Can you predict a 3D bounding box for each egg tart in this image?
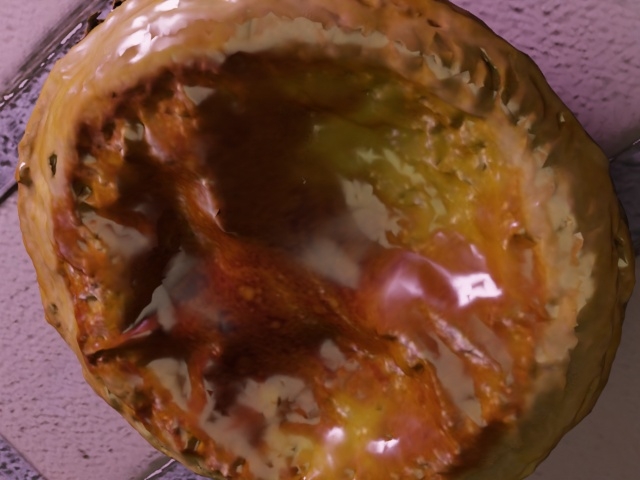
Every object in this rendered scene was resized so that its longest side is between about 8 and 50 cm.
[{"bbox_3d":[0.000,0.000,0.967,0.443,0.178,0.443,10,121,16],"label":"egg tart"}]
